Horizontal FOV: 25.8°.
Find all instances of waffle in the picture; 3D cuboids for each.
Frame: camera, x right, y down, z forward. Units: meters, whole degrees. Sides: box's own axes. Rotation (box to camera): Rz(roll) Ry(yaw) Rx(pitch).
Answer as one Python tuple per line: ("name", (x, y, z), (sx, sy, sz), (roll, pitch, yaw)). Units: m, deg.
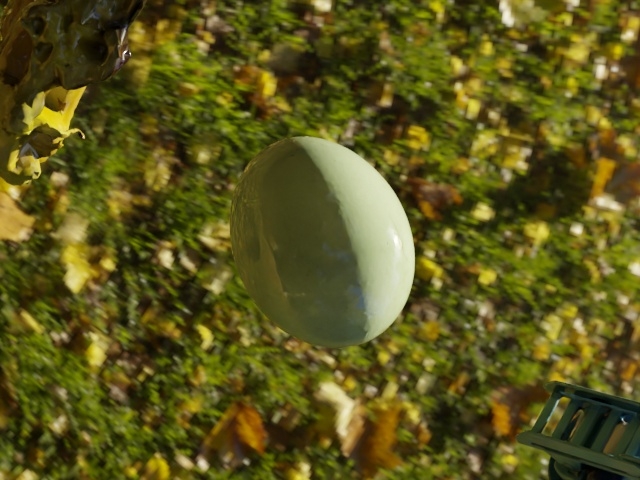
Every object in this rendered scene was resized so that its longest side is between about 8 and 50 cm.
("waffle", (-0.098, -0.187, 0.693), (0.060, 0.312, 0.307), (20, 53, -17))

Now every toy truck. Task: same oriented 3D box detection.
("toy truck", (0.160, 0.106, 0.635), (0.074, 0.136, 0.063), (49, 64, -39))

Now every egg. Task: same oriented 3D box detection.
("egg", (0.000, 0.000, 1.182), (0.149, 0.192, 0.149), (-20, 153, -11))
